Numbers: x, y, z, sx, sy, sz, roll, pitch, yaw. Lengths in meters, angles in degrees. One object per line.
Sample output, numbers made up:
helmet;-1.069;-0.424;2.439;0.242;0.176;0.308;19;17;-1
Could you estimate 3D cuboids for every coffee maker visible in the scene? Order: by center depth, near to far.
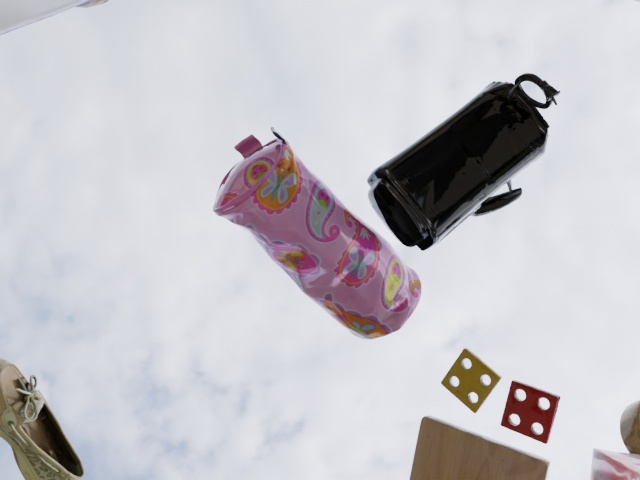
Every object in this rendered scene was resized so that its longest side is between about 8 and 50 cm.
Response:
coffee maker;0.146;-0.088;0.727;0.178;0.171;0.120;-38;-116;-14

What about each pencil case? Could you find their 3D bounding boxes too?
pencil case;0.000;0.000;0.792;0.124;0.124;0.284;-32;-60;27

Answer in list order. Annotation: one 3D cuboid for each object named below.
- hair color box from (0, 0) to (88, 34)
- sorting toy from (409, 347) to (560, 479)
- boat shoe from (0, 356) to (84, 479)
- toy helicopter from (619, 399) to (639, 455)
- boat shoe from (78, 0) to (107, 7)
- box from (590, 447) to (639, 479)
hair color box;-0.128;-0.217;0.297;0.110;0.339;0.185;25;-44;29
sorting toy;0.159;0.250;0.668;0.132;0.046;0.275;12;-86;35
boat shoe;-0.510;0.322;1.181;0.089;0.105;0.285;-9;-60;12
toy helicopter;0.504;0.276;0.738;0.354;0.140;0.235;19;-120;0
boat shoe;-0.213;-0.385;0.639;0.123;0.116;0.325;-1;-90;35
box;0.248;0.212;0.360;0.153;0.300;0.142;7;-99;11
